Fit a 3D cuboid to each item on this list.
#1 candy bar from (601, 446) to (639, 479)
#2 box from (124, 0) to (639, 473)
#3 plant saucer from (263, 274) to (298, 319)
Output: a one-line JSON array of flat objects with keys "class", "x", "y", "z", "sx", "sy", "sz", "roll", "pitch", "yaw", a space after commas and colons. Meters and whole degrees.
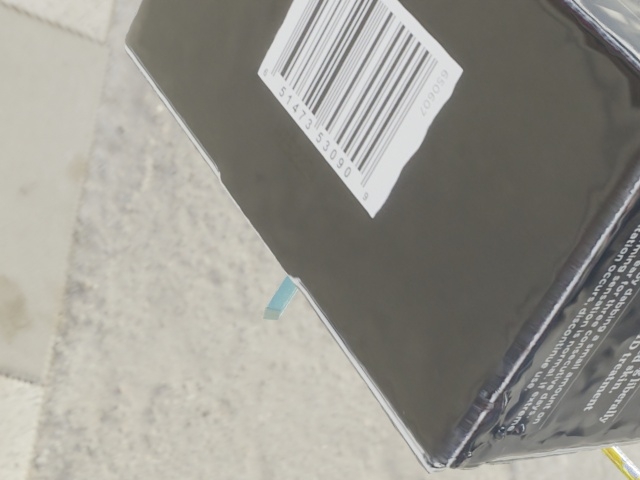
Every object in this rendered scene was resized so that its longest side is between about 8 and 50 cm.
[{"class": "candy bar", "x": 0.449, "y": 0.329, "z": 2.074, "sx": 0.161, "sy": 0.018, "sz": 0.040, "roll": 46, "pitch": 25, "yaw": 6}, {"class": "box", "x": 0.189, "y": -0.109, "z": 1.070, "sx": 0.471, "sy": 0.297, "sz": 0.480, "roll": 2, "pitch": 39, "yaw": -42}, {"class": "plant saucer", "x": 0.000, "y": 0.000, "z": 1.447, "sx": 0.018, "sy": 0.067, "sz": 0.192, "roll": 33, "pitch": 77, "yaw": 4}]
